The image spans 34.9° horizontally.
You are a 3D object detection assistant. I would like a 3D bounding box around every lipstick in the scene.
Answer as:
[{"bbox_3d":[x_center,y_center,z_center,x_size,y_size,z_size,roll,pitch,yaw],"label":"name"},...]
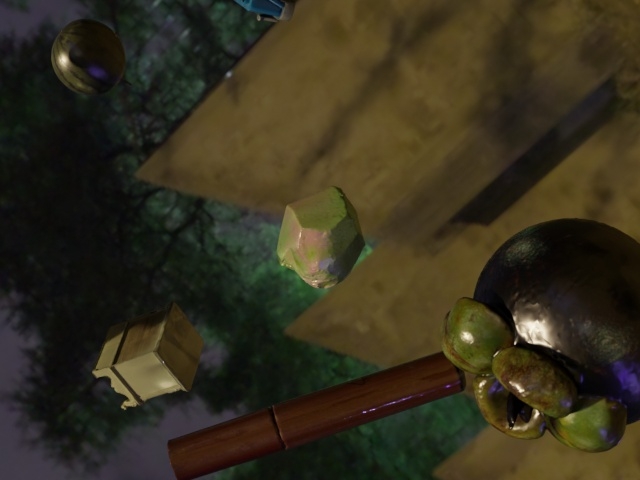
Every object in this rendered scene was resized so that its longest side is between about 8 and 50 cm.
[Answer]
[{"bbox_3d":[-0.003,0.205,1.197,0.057,0.356,0.057,161,90,-88],"label":"lipstick"}]

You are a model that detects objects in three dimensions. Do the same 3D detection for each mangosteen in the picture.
[{"bbox_3d":[0.244,0.091,1.000,0.243,0.243,0.243,42,-162,-17],"label":"mangosteen"}]

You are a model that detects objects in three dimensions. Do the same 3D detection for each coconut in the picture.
[{"bbox_3d":[0.000,0.000,0.891,0.082,0.081,0.083,63,173,-2],"label":"coconut"}]

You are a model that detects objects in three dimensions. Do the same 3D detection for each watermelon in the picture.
[{"bbox_3d":[-0.326,-0.258,1.475,0.133,0.105,0.105,37,-160,-38],"label":"watermelon"}]

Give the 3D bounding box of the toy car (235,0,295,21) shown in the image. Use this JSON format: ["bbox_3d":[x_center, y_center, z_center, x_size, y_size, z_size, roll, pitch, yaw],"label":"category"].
[{"bbox_3d":[-0.063,-0.342,1.135,0.100,0.191,0.097,6,-159,-25],"label":"toy car"}]

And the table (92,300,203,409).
[{"bbox_3d":[-0.176,0.121,1.048,0.062,0.083,0.079,58,-156,-29],"label":"table"}]
